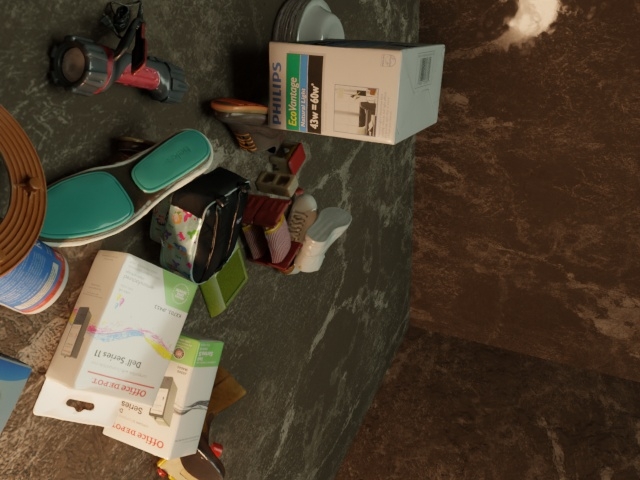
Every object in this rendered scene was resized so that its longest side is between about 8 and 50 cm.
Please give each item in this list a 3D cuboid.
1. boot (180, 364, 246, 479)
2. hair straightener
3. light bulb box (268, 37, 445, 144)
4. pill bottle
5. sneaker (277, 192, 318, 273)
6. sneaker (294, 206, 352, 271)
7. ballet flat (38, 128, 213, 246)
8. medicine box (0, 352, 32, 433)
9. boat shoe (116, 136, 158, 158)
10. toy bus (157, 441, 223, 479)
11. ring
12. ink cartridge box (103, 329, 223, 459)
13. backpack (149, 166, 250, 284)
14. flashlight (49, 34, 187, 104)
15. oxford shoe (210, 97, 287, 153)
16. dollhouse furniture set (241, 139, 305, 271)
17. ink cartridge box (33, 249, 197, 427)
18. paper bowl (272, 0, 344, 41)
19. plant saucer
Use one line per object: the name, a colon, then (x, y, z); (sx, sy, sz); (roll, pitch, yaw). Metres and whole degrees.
boot: (-0.295, 0.491, 1.552); (0.096, 0.264, 0.280); (-58, 167, 28)
hair straightener: (-0.367, -0.407, 1.077); (0.089, 0.047, 0.231); (37, 33, -39)
light bulb box: (0.101, -0.415, 1.522); (0.358, 0.360, 0.225); (-35, 132, -56)
pill bottle: (-0.528, 0.027, 0.912); (0.124, 0.124, 0.221); (-70, 154, -20)
sneaker: (-0.083, -0.021, 1.954); (0.123, 0.105, 0.290); (1, 101, -69)
sneaker: (0.000, 0.000, 1.940); (0.292, 0.108, 0.169); (-39, 159, -55)
ballet flat: (-0.392, -0.094, 1.135); (0.400, 0.139, 0.139); (-35, 136, -27)
medicine box: (-0.565, 0.152, 0.674); (0.263, 0.289, 0.149); (56, 50, -59)
boat shoe: (-0.370, -0.180, 1.254); (0.207, 0.073, 0.073); (8, 90, -67)
toy bus: (-0.374, 0.609, 1.567); (0.104, 0.190, 0.202); (-142, -124, -66)
ring: (-0.533, -0.094, 0.789); (0.336, 0.032, 0.337); (33, 49, -48)
ink cartridge box: (-0.368, 0.347, 1.341); (0.114, 0.198, 0.273); (28, 74, -66)
backpack: (-0.287, -0.032, 1.353); (0.225, 0.191, 0.254); (-46, 151, -54)
flashlight: (-0.382, -0.324, 1.129); (0.103, 0.103, 0.304); (-62, 162, 15)
oxford shoe: (-0.185, -0.307, 1.565); (0.363, 0.129, 0.133); (-5, 111, -66)
dollhouse furniture set: (-0.110, -0.117, 1.785); (0.201, 0.152, 0.374); (75, 34, -47)
ink cartridge box: (-0.423, 0.220, 1.196); (0.207, 0.119, 0.354); (33, 69, -47)
paper bowl: (-0.023, -0.604, 1.775); (0.284, 0.148, 0.284); (12, 90, -68)
plant saucer: (-0.272, 0.103, 1.649); (0.188, 0.045, 0.188); (-57, 149, -42)
